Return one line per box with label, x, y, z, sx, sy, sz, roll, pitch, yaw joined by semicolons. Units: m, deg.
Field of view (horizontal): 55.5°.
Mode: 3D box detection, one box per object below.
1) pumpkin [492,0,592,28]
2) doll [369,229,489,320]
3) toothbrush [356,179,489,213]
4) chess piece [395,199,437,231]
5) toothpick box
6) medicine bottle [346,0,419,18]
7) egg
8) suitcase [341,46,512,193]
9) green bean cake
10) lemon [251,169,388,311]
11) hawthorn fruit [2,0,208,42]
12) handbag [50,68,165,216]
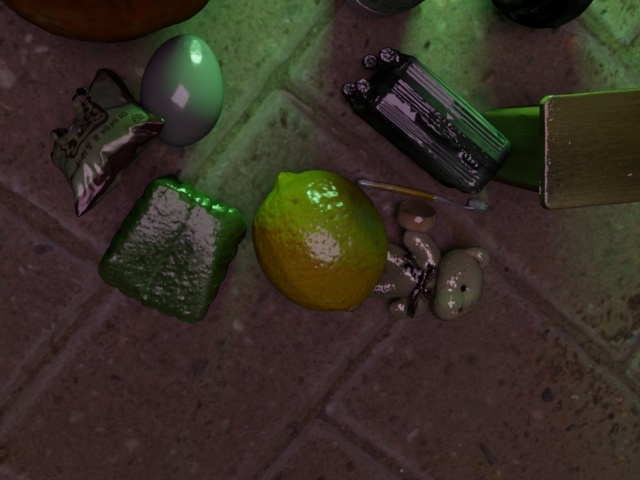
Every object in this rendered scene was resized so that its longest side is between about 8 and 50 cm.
pumpkin;0.419;-0.516;1.109;0.250;0.216;0.249;-8;102;-41
doll;0.198;0.083;1.239;0.278;0.149;0.175;9;133;3
toothbrush;0.214;-0.096;1.257;0.288;0.021;0.024;11;89;-10
chess piece;0.194;-0.049;1.230;0.084;0.083;0.038;5;121;-9
toothpick box;0.431;-0.176;1.124;0.190;0.308;0.187;-7;102;-6
medicine bottle;0.131;-0.484;1.027;0.178;0.290;0.178;-2;101;-8
egg;-0.246;-0.268;1.091;0.146;0.146;0.198;10;89;-10
suitcase;0.195;-0.222;1.135;0.312;0.202;0.128;38;94;-13
green bean cake;-0.272;0.010;1.158;0.222;0.125;0.248;30;98;-14
lemon;0.000;0.001;1.133;0.267;0.267;0.267;-2;102;-8
hawthorn fruit;-0.346;-0.515;0.884;0.472;0.472;0.471;-2;102;-8
handbag;-0.385;-0.175;1.053;0.213;0.235;0.127;-52;141;6
